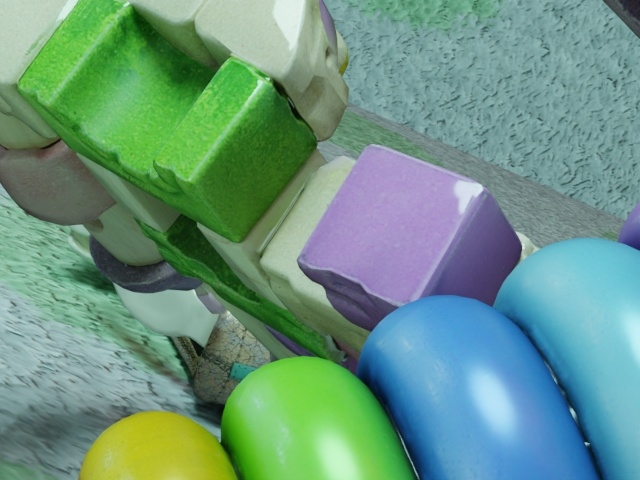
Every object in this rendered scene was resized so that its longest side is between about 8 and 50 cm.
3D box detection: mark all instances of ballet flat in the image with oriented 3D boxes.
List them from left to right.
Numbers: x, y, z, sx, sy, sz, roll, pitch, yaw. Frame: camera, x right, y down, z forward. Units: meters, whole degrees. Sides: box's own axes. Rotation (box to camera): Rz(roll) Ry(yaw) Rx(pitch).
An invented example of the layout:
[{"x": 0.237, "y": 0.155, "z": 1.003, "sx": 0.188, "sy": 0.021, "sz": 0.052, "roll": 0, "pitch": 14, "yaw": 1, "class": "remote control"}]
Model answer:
[{"x": -0.072, "y": -0.001, "z": 0.964, "sx": 0.106, "sy": 0.107, "sz": 0.316, "roll": 9, "pitch": 16, "yaw": -27, "class": "ballet flat"}]

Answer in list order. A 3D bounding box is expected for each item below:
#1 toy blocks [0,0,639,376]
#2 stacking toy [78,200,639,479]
[{"x": 0.000, "y": 0.000, "z": 0.655, "sx": 0.289, "sy": 0.309, "sz": 0.260, "roll": 28, "pitch": -13, "yaw": 34, "class": "toy blocks"}, {"x": -0.003, "y": 0.079, "z": 0.411, "sx": 0.330, "sy": 0.141, "sz": 0.141, "roll": -16, "pitch": 20, "yaw": -7, "class": "stacking toy"}]
